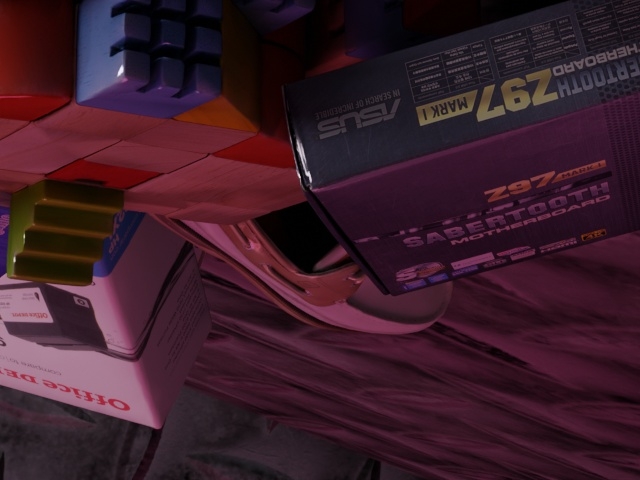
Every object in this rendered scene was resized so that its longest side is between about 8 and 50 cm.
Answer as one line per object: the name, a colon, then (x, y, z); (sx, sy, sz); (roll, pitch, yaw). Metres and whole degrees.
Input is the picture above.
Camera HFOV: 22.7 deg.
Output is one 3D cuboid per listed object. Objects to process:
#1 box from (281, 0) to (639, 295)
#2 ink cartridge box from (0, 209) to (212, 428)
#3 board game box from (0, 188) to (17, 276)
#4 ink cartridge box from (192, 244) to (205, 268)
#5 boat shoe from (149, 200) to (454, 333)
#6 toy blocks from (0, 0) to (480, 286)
box: (0.116, -0.048, 0.755); (0.232, 0.059, 0.183); (-16, 159, 8)
ink cartridge box: (-0.233, 0.007, 1.339); (0.223, 0.129, 0.307); (14, 146, 16)
board game box: (-0.353, -0.022, 0.963); (0.318, 0.066, 0.318); (12, 157, -28)
ink cartridge box: (-0.227, -0.002, 1.594); (0.154, 0.093, 0.212); (26, 163, -28)
boat shoe: (0.000, 0.000, 1.236); (0.302, 0.113, 0.103); (24, 167, -34)
toy blocks: (-0.102, -0.093, 0.785); (0.381, 0.191, 0.261); (8, 166, -32)
